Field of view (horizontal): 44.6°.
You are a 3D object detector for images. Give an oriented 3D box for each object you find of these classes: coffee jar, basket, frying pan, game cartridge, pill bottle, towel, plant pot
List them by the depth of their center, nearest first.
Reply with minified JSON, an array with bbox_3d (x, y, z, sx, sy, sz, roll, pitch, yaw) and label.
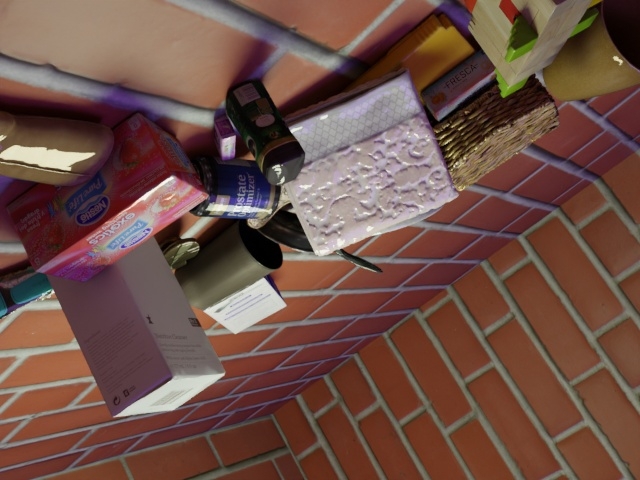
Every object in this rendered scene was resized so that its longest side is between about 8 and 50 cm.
[{"bbox_3d":[-0.098,-0.193,1.420,0.079,0.184,0.096,-24,160,-18],"label":"coffee jar"},{"bbox_3d":[-0.200,-0.106,1.558,0.219,0.122,0.123,1,146,-35],"label":"pill bottle"},{"bbox_3d":[0.085,-0.155,1.616,0.332,0.316,0.053,-23,-154,5],"label":"towel"},{"bbox_3d":[0.183,-0.336,1.699,0.324,0.052,0.285,-39,159,17],"label":"game cartridge"},{"bbox_3d":[0.361,-0.295,1.796,0.299,0.223,0.213,-34,159,14],"label":"basket"},{"bbox_3d":[-0.014,0.003,1.891,0.197,0.326,0.053,-20,134,-65],"label":"frying pan"},{"bbox_3d":[0.678,-0.448,1.916,0.237,0.237,0.254,-17,170,-34],"label":"plant pot"},{"bbox_3d":[-0.234,0.062,1.919,0.227,0.154,0.204,-33,175,17],"label":"basket"}]

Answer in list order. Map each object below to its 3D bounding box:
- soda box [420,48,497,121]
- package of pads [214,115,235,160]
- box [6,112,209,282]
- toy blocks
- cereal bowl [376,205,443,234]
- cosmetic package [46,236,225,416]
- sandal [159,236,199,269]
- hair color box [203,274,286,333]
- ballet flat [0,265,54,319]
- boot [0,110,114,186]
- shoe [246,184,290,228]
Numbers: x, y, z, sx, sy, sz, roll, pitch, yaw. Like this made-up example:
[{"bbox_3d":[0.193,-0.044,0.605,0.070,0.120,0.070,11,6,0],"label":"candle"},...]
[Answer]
[{"bbox_3d":[0.311,-0.342,1.706,0.183,0.063,0.058,-35,162,8],"label":"soda box"},{"bbox_3d":[-0.183,-0.196,1.494,0.032,0.050,0.083,-20,159,-15],"label":"package of pads"},{"bbox_3d":[-0.375,-0.068,1.389,0.300,0.142,0.154,-33,162,8],"label":"box"},{"bbox_3d":[0.326,-0.448,1.339,0.191,0.260,0.381,-30,168,-8],"label":"toy blocks"},{"bbox_3d":[0.122,-0.128,1.852,0.339,0.141,0.339,-15,-164,4],"label":"cereal bowl"},{"bbox_3d":[-0.375,0.141,1.546,0.156,0.384,0.217,-34,163,14],"label":"cosmetic package"},{"bbox_3d":[-0.340,0.025,1.815,0.090,0.060,0.219,-17,172,-19],"label":"sandal"},{"bbox_3d":[-0.226,0.151,2.212,0.185,0.110,0.339,-29,163,-2],"label":"hair color box"},{"bbox_3d":[-0.631,0.112,1.564,0.241,0.091,0.077,-17,-178,-25],"label":"ballet flat"},{"bbox_3d":[-0.485,-0.110,1.210,0.236,0.089,0.270,-39,161,23],"label":"boot"},{"bbox_3d":[-0.092,-0.116,1.834,0.219,0.058,0.076,-37,129,6],"label":"shoe"}]
